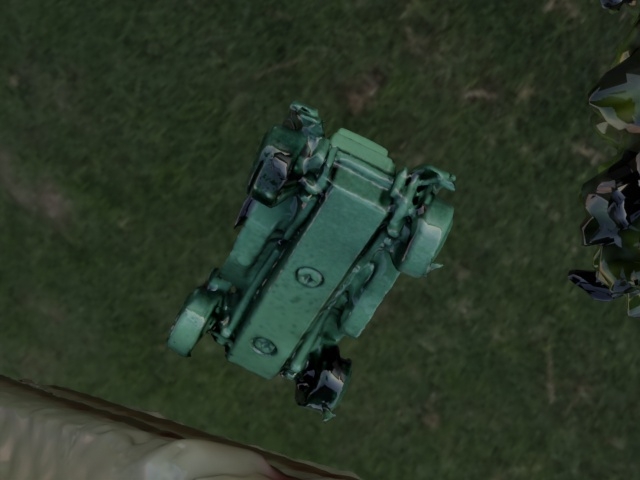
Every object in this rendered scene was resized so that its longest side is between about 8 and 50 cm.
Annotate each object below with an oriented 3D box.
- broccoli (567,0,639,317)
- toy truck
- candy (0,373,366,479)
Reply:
[{"bbox_3d":[0.276,-0.065,0.686,0.293,0.348,0.281,50,174,-11],"label":"broccoli"},{"bbox_3d":[0.000,0.001,0.555,0.080,0.078,0.154,26,139,-4],"label":"toy truck"},{"bbox_3d":[-0.095,0.159,0.573,0.135,0.179,0.320,17,173,-36],"label":"candy"}]
